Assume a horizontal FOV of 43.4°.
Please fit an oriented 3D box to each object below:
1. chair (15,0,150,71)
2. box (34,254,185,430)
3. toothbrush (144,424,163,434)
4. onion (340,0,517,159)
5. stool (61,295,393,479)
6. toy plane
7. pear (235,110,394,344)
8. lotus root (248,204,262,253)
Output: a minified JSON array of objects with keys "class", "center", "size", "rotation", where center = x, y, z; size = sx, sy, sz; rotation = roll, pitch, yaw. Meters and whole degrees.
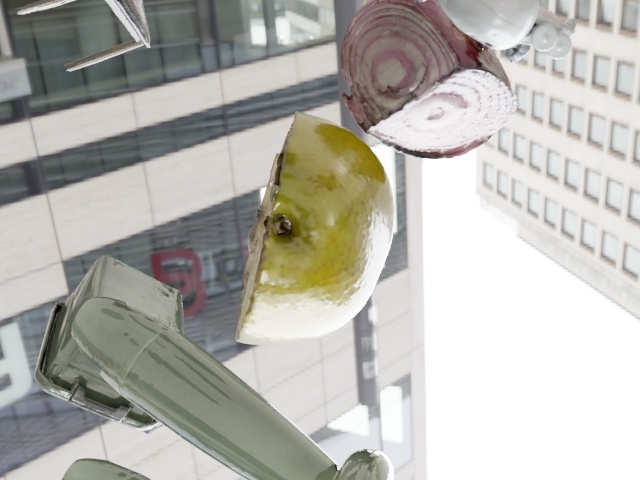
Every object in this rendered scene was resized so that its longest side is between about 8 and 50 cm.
[{"class":"chair","center":[-0.329,-0.416,1.291],"size":[0.272,0.166,0.188],"rotation":[-18,-116,6]},{"class":"box","center":[-0.193,0.090,0.779],"size":[0.124,0.093,0.172],"rotation":[29,-168,-21]},{"class":"toothbrush","center":[-0.265,0.323,1.487],"size":[0.014,0.011,0.167],"rotation":[20,-159,28]},{"class":"onion","center":[0.163,-0.269,1.250],"size":[0.272,0.256,0.231],"rotation":[-24,-120,6]},{"class":"stool","center":[-0.085,0.170,0.416],"size":[0.198,0.195,0.195],"rotation":[20,-146,9]},{"class":"toy plane","center":[0.195,-0.301,0.945],"size":[0.252,0.118,0.252],"rotation":[26,-150,-16]},{"class":"pear","center":[0.000,0.000,1.172],"size":[0.191,0.341,0.386],"rotation":[15,-178,-5]},{"class":"lotus root","center":[-0.095,0.019,1.653],"size":[0.113,0.192,0.088],"rotation":[-5,-164,29]}]
